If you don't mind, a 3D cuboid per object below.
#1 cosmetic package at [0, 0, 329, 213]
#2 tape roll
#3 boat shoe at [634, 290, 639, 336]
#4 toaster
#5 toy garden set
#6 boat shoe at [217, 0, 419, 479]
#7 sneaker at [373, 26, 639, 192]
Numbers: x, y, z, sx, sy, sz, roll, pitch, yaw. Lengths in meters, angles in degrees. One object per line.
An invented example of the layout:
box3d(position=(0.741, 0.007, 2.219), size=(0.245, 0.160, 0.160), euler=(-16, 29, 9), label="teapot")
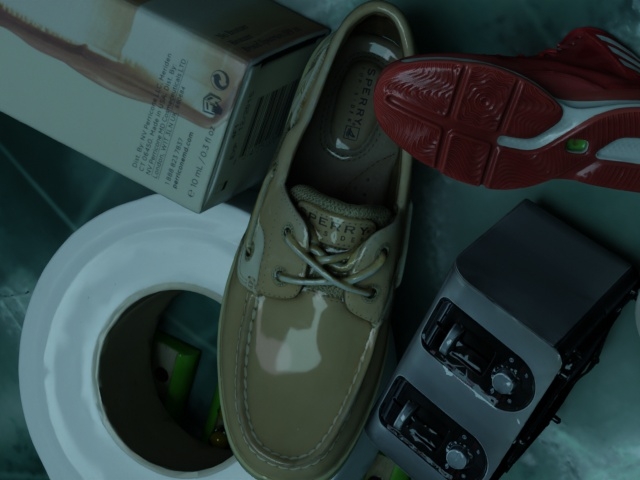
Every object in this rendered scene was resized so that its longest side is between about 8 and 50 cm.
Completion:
box3d(position=(-0.164, -0.153, 1.346), size=(0.296, 0.153, 0.129), euler=(26, 115, 14), label="cosmetic package")
box3d(position=(-0.089, 0.102, 1.391), size=(0.286, 0.100, 0.286), euler=(2, 96, 21), label="tape roll")
box3d(position=(0.369, 0.002, 1.192), size=(0.335, 0.095, 0.112), euler=(-27, 58, 26), label="boat shoe")
box3d(position=(0.134, 0.076, 1.276), size=(0.110, 0.185, 0.168), euler=(37, 126, 13), label="toaster")
box3d(position=(-0.065, 0.217, 1.481), size=(0.244, 0.049, 0.204), euler=(25, 116, 16), label="toy garden set")
box3d(position=(0.000, 0.000, 1.247), size=(0.121, 0.110, 0.341), euler=(10, 78, -1), label="boat shoe")
box3d(position=(0.138, -0.096, 1.221), size=(0.221, 0.128, 0.087), euler=(13, 117, -12), label="sneaker")
